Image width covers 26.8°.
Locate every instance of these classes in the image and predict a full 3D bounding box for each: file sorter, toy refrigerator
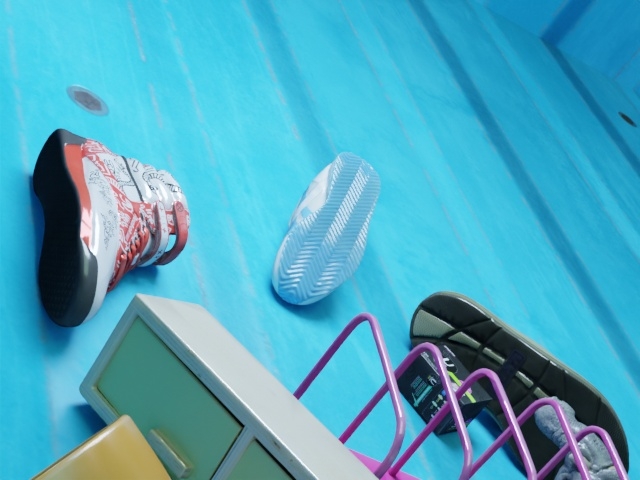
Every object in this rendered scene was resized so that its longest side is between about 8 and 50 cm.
[{"bbox_3d":[0.117,0.221,1.179,0.291,0.182,0.202,27,26,-23],"label":"file sorter"},{"bbox_3d":[-0.071,0.161,1.058,0.269,0.102,0.094,41,15,34],"label":"toy refrigerator"}]

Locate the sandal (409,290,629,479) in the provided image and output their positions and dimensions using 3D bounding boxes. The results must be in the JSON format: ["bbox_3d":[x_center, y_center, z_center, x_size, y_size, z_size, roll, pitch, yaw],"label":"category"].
[{"bbox_3d":[0.232,0.167,1.522,0.303,0.120,0.086,46,12,18],"label":"sandal"}]

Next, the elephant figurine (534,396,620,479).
[{"bbox_3d":[0.295,0.293,1.354,0.239,0.186,0.169,10,-40,49],"label":"elephant figurine"}]

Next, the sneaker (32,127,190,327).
[{"bbox_3d":[-0.187,-0.003,1.272,0.145,0.090,0.270,21,26,-27],"label":"sneaker"}]

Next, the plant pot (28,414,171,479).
[{"bbox_3d":[-0.147,0.239,0.800,0.188,0.205,0.205,55,25,1],"label":"plant pot"}]

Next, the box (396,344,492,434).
[{"bbox_3d":[0.131,0.162,1.461,0.083,0.052,0.062,49,27,26],"label":"box"}]

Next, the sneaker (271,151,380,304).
[{"bbox_3d":[0.000,0.000,1.535,0.087,0.092,0.228,37,44,-8],"label":"sneaker"}]
